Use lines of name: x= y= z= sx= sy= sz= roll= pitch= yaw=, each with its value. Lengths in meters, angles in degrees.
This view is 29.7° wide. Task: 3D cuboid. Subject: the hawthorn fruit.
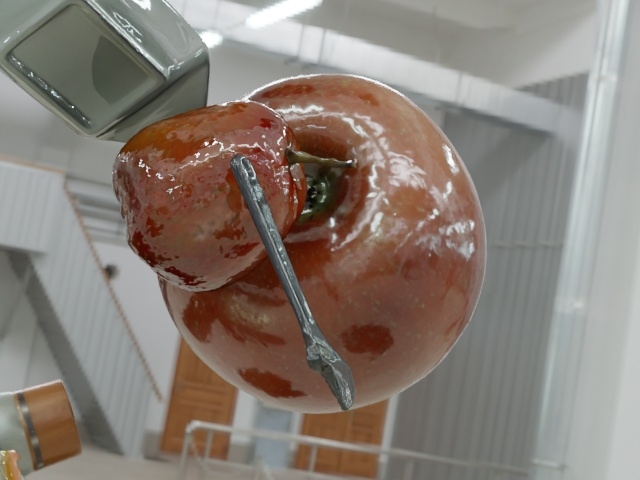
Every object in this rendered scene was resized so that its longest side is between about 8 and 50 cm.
hawthorn fruit: x=-0.069 y=-0.052 z=1.012 sx=0.203 sy=0.163 sz=0.162 roll=-25 pitch=-15 yaw=11

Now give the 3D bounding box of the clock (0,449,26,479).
clock: x=-0.349 y=0.182 z=1.047 sx=0.255 sy=0.106 sz=0.220 roll=46 pitch=3 yaw=10

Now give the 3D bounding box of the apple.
apple: x=0.000 y=0.000 z=1.217 sx=0.348 sy=0.349 sz=0.277 roll=8 pitch=-20 yaw=16

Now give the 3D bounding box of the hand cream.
hand cream: x=-0.403 y=0.228 z=1.226 sx=0.314 sy=0.140 sz=0.089 roll=-12 pitch=-35 yaw=-18

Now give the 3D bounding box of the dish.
dish: x=-0.192 y=-0.153 z=1.051 sx=0.154 sy=0.064 sz=0.234 roll=-34 pitch=-45 yaw=14

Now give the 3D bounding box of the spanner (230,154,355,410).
spanner: x=-0.021 y=0.030 z=0.904 sx=0.012 sy=0.209 sz=0.046 roll=-27 pitch=-8 yaw=22
